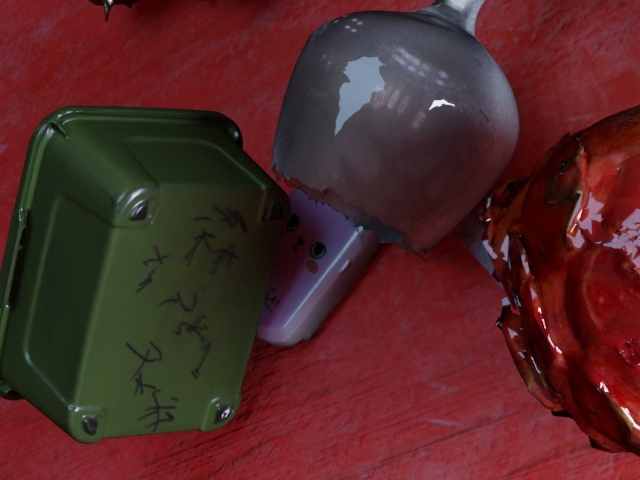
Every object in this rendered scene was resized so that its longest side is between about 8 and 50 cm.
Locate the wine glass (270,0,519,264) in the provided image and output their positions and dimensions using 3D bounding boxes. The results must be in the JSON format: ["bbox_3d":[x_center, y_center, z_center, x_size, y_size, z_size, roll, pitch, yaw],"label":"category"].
[{"bbox_3d":[0.103,-0.158,1.543,0.238,0.238,0.323,29,90,50],"label":"wine glass"}]

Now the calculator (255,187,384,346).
[{"bbox_3d":[0.000,0.000,1.704,0.246,0.045,0.141,-51,42,10],"label":"calculator"}]

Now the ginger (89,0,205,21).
[{"bbox_3d":[-0.191,-0.376,2.020,0.418,0.176,0.254,32,100,52],"label":"ginger"}]

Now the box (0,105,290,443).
[{"bbox_3d":[-0.179,0.040,1.646,0.178,0.253,0.328,36,119,48],"label":"box"}]

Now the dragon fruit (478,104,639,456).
[{"bbox_3d":[0.279,0.031,1.210,0.302,0.295,0.295,-1,67,49],"label":"dragon fruit"}]

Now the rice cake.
[{"bbox_3d":[0.190,0.042,1.492,0.043,0.034,0.211,-52,41,14],"label":"rice cake"}]
